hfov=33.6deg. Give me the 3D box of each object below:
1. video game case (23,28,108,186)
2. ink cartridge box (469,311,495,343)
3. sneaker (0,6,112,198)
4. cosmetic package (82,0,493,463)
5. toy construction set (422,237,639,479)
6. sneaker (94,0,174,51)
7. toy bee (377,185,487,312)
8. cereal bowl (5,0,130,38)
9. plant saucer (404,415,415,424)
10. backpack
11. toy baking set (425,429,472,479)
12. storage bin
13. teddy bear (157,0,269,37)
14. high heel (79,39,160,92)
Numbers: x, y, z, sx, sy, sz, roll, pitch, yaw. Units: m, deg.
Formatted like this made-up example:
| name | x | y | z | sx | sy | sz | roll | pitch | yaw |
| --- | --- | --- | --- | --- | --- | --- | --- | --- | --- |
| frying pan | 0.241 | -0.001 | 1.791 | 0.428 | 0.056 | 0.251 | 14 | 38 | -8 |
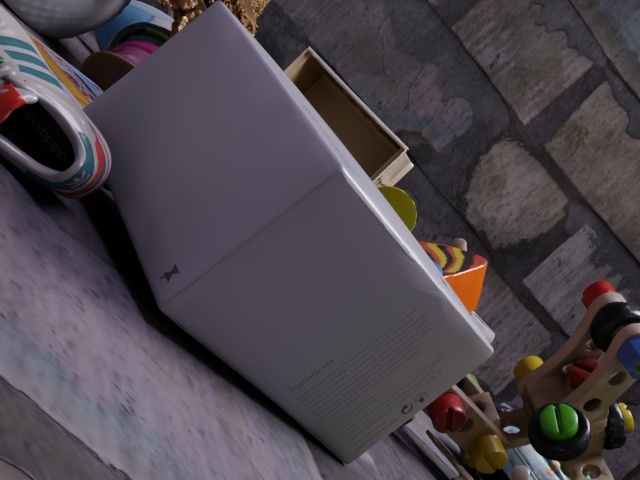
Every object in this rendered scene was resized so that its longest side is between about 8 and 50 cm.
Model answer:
| name | x | y | z | sx | sy | sz | roll | pitch | yaw |
| --- | --- | --- | --- | --- | --- | --- | --- | --- | --- |
| video game case | -0.200 | -0.105 | 0.878 | 0.204 | 0.025 | 0.285 | 48 | 3 | 20 |
| ink cartridge box | 0.163 | 0.130 | 1.746 | 0.087 | 0.153 | 0.208 | 43 | 4 | -44 |
| sneaker | -0.182 | -0.091 | 0.603 | 0.161 | 0.057 | 0.075 | 49 | -3 | -6 |
| cosmetic package | -0.025 | -0.007 | 0.731 | 0.225 | 0.138 | 0.224 | 45 | 8 | -44 |
| toy construction set | 0.202 | 0.165 | 1.151 | 0.309 | 0.257 | 0.237 | 38 | -26 | 40 |
| sneaker | -0.241 | -0.259 | 1.432 | 0.319 | 0.127 | 0.208 | 47 | 1 | 26 |
| toy bee | 0.032 | 0.041 | 0.985 | 0.162 | 0.195 | 0.298 | 21 | 3 | 25 |
| cereal bowl | -0.286 | -0.409 | 1.193 | 0.339 | 0.141 | 0.339 | -14 | 90 | -77 |
| plant saucer | 0.064 | 0.109 | 1.186 | 0.200 | 0.037 | 0.200 | 61 | 7 | -14 |
| backpack | 0.273 | 0.302 | 1.379 | 0.182 | 0.115 | 0.152 | 52 | 3 | 36 |
| toy baking set | 0.188 | 0.299 | 1.052 | 0.256 | 0.030 | 0.197 | 47 | 0 | 4 |
| storage bin | -0.016 | -0.151 | 1.897 | 0.262 | 0.260 | 0.123 | 47 | 4 | 15 |
| teddy bear | -0.146 | -0.298 | 1.293 | 0.338 | 0.113 | 0.245 | -89 | 157 | -53 |
| high heel | -0.086 | -0.080 | 1.138 | 0.377 | 0.127 | 0.181 | 45 | 10 | -4 |
